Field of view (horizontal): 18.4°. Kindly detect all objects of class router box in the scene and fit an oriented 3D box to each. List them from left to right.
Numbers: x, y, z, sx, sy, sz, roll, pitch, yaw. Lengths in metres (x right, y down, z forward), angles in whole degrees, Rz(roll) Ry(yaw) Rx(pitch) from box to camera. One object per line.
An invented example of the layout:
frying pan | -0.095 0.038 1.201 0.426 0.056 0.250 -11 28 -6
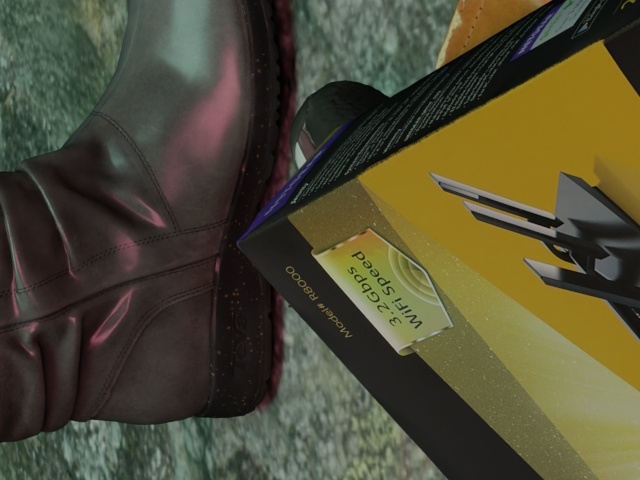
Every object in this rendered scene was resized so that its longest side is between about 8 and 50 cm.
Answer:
router box | 0.152 0.053 0.693 0.309 0.081 0.243 48 142 -11

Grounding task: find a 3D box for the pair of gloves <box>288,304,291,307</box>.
pair of gloves | 0.000 0.000 1.153 0.083 0.010 0.074 -10 83 56

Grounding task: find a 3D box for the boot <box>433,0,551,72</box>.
boot | 0.159 -0.075 0.710 0.211 0.104 0.295 28 129 4

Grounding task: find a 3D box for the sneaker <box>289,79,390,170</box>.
sneaker | 0.108 -0.035 0.913 0.281 0.106 0.162 43 125 32

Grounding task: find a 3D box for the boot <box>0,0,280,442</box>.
boot | -0.145 -0.040 1.168 0.118 0.222 0.338 4 98 64
